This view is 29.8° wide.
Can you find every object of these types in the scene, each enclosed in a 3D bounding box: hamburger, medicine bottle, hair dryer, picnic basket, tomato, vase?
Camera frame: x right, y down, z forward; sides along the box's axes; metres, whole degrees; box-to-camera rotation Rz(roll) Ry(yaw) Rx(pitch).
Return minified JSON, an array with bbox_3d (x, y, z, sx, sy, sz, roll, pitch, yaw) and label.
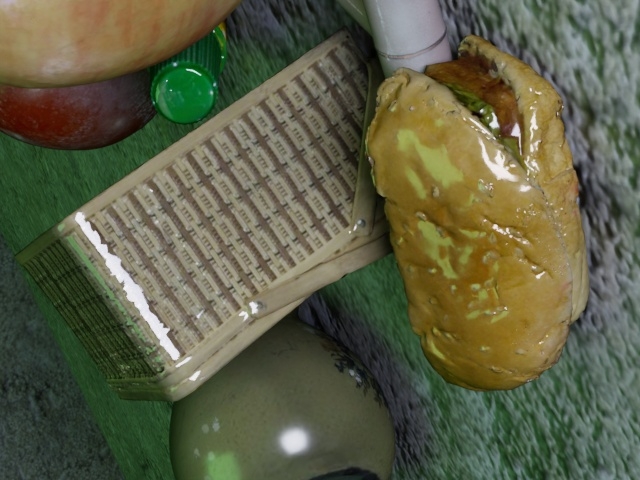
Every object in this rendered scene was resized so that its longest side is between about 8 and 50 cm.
[{"bbox_3d":[0.122,0.000,0.856,0.131,0.124,0.262,29,141,52],"label":"hamburger"},{"bbox_3d":[-0.122,-0.178,1.080,0.309,0.076,0.111,-99,-2,-64],"label":"medicine bottle"},{"bbox_3d":[0.024,-0.178,0.930,0.220,0.053,0.195,41,159,48],"label":"hair dryer"},{"bbox_3d":[-0.069,-0.014,1.018,0.175,0.313,0.228,55,157,-7],"label":"picnic basket"},{"bbox_3d":[-0.266,-0.230,1.261,0.227,0.270,0.270,-31,87,35],"label":"tomato"},{"bbox_3d":[-0.048,0.190,1.358,0.302,0.241,0.329,62,-173,34],"label":"vase"}]

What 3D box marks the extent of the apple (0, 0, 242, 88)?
[{"bbox_3d":[-0.194,-0.305,0.856,0.391,0.391,0.346,56,152,15],"label":"apple"}]

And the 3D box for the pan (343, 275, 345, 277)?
[{"bbox_3d":[0.000,0.000,1.242,0.115,0.023,0.068,20,134,55],"label":"pan"}]
